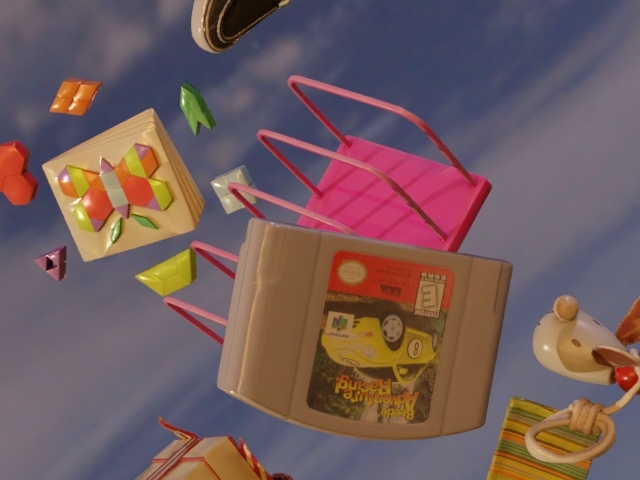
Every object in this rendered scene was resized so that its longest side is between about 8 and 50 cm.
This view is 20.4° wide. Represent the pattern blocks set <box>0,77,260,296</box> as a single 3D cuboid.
[{"bbox_3d":[-0.242,-0.062,2.144,0.325,0.285,0.026,-33,6,28],"label":"pattern blocks set"}]

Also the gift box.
[{"bbox_3d":[-0.160,0.378,2.262,0.258,0.276,0.255,-39,13,-23],"label":"gift box"}]

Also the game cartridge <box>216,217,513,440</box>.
[{"bbox_3d":[0.048,0.095,1.734,0.294,0.060,0.196,9,-85,-28],"label":"game cartridge"}]

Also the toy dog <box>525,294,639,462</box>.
[{"bbox_3d":[0.360,0.106,1.760,0.220,0.334,0.161,-63,-31,-52],"label":"toy dog"}]

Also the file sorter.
[{"bbox_3d":[0.000,0.000,1.865,0.182,0.202,0.290,42,-107,-50],"label":"file sorter"}]

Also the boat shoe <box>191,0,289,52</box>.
[{"bbox_3d":[-0.061,-0.386,2.514,0.306,0.105,0.113,-50,-43,-6],"label":"boat shoe"}]

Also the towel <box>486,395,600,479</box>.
[{"bbox_3d":[0.218,0.291,1.891,0.021,0.102,0.237,-16,-58,-72],"label":"towel"}]
